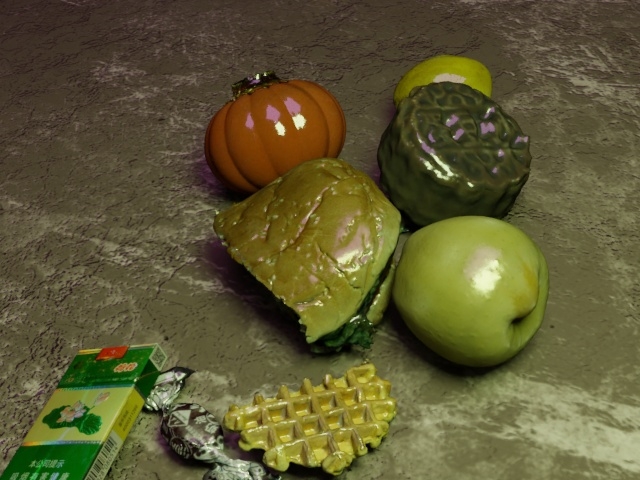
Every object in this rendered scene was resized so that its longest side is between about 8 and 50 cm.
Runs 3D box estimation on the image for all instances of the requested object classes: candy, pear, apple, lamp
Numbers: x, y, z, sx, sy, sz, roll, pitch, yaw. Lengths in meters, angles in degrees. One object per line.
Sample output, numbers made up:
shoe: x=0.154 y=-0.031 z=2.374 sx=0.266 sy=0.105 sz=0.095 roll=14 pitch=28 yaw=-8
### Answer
candy: x=-0.137 y=0.227 z=0.956 sx=0.094 sy=0.051 sz=0.226 roll=-24 pitch=46 yaw=-35
pear: x=0.204 y=-0.232 z=1.362 sx=0.162 sy=0.149 sz=0.149 roll=-5 pitch=41 yaw=16
apple: x=0.184 y=0.061 z=1.007 sx=0.200 sy=0.200 sz=0.200 roll=-3 pitch=42 yaw=3
lamp: x=-0.069 y=-0.158 z=1.265 sx=0.223 sy=0.196 sz=0.223 roll=-21 pitch=6 yaw=3

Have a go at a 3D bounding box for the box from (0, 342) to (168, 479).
box: x=-0.280 y=0.219 z=0.957 sx=0.132 sy=0.034 sz=0.235 roll=-9 pitch=37 yaw=28

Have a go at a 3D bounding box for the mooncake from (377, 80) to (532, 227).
mooncake: x=0.198 y=-0.126 z=1.199 sx=0.228 sy=0.124 sz=0.228 roll=9 pitch=56 yaw=-13

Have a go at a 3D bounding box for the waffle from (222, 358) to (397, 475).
waffle: x=-0.002 y=0.197 z=0.954 sx=0.161 sy=0.046 sz=0.192 roll=24 pitch=40 yaw=22

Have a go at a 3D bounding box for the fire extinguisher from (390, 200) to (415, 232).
fire extinguisher: x=0.074 y=-0.022 z=1.213 sx=0.157 sy=0.045 sz=0.078 roll=-14 pitch=55 yaw=-12

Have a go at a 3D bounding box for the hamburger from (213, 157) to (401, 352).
hamburger: x=0.000 y=0.000 z=1.094 sx=0.211 sy=0.132 sz=0.309 roll=-39 pitch=45 yaw=-3
